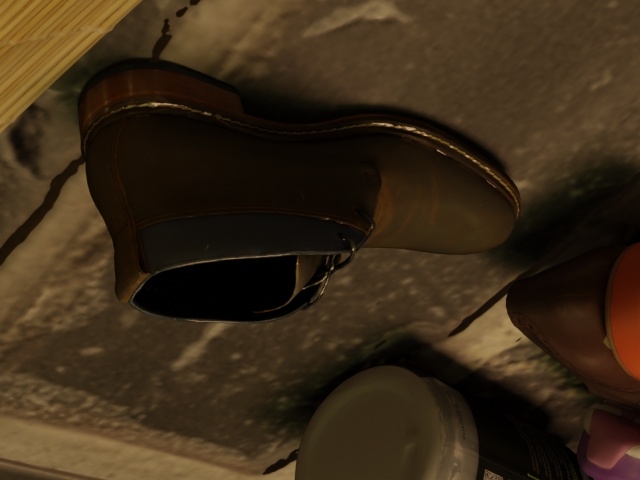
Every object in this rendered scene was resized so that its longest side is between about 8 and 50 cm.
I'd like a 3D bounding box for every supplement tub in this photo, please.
[{"bbox_3d":[0.086,0.154,0.789,0.117,0.117,0.190,-36,134,27],"label":"supplement tub"}]

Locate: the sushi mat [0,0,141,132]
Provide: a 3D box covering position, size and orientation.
[{"bbox_3d":[-0.170,-0.042,0.514,0.316,0.019,0.151,-36,173,28],"label":"sushi mat"}]

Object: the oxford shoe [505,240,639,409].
[{"bbox_3d":[0.206,0.058,0.745,0.098,0.097,0.271,-1,159,43],"label":"oxford shoe"}]

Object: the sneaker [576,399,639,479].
[{"bbox_3d":[0.221,0.167,0.808,0.236,0.095,0.104,27,91,-47],"label":"sneaker"}]

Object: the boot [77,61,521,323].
[{"bbox_3d":[0.000,0.000,0.592,0.219,0.106,0.082,11,136,-23],"label":"boot"}]
